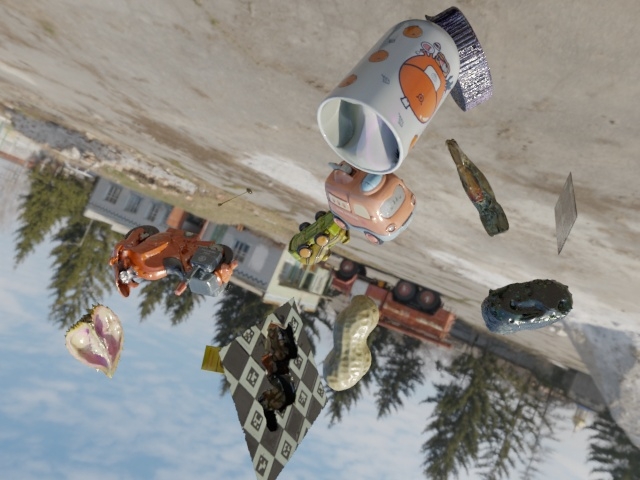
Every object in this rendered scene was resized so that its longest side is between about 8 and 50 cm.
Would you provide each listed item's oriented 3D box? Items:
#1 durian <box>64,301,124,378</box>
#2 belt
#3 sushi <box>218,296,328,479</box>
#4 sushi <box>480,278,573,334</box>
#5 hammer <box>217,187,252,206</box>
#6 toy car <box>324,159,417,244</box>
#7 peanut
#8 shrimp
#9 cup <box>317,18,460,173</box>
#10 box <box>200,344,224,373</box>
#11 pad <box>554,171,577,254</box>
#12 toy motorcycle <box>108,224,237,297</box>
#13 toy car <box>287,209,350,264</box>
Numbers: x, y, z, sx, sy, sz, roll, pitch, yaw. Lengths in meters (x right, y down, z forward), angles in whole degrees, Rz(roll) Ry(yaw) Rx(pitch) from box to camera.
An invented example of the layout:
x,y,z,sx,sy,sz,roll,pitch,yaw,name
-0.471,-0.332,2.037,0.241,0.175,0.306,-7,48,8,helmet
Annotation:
x,y,z,sx,sy,sz,roll,pitch,yaw,name
-0.625,0.276,1.279,0.132,0.165,0.182,18,156,47,durian
0.411,-0.528,1.345,0.325,0.122,0.260,34,-149,-59,belt
-0.104,0.304,0.954,0.059,0.292,0.294,-12,-171,29,sushi
0.554,0.173,1.225,0.225,0.124,0.127,-8,153,0,sushi
-0.263,-0.131,1.396,0.029,0.123,0.014,41,144,26,hammer
0.135,-0.131,1.319,0.271,0.180,0.212,28,162,35,toy car
0.094,0.305,1.346,0.136,0.298,0.120,15,-174,5,peanut
0.353,-0.131,1.048,0.058,0.253,0.173,-30,155,23,shrimp
0.165,-0.335,1.020,0.212,0.317,0.212,30,158,14,cup
-0.328,0.413,1.560,0.155,0.086,0.023,7,162,11,box
0.749,-0.087,1.393,0.003,0.235,0.158,12,135,14,pad
-0.382,0.059,1.126,0.326,0.221,0.147,13,136,14,toy motorcycle
0.000,0.000,1.760,0.142,0.248,0.200,47,-155,-23,toy car
